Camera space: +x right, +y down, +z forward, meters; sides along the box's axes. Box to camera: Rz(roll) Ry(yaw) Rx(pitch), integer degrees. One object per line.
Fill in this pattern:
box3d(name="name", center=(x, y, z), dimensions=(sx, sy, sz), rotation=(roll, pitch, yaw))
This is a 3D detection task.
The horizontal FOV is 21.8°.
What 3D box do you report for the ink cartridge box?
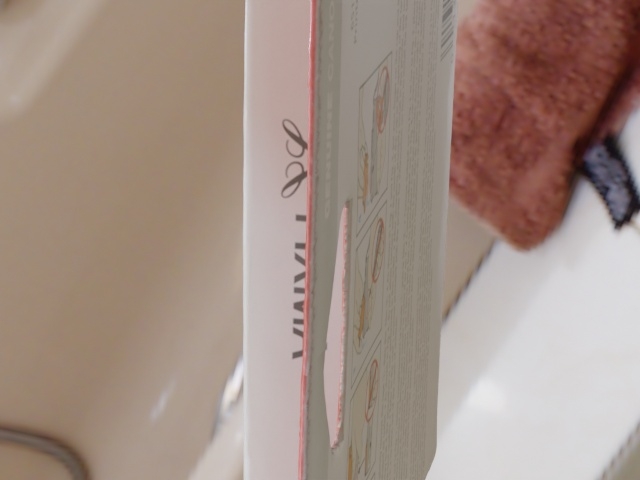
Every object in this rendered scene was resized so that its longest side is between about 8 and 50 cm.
box3d(name="ink cartridge box", center=(0.000, 0.000, 0.582), dimensions=(0.239, 0.060, 0.275), rotation=(-50, -36, -66))
